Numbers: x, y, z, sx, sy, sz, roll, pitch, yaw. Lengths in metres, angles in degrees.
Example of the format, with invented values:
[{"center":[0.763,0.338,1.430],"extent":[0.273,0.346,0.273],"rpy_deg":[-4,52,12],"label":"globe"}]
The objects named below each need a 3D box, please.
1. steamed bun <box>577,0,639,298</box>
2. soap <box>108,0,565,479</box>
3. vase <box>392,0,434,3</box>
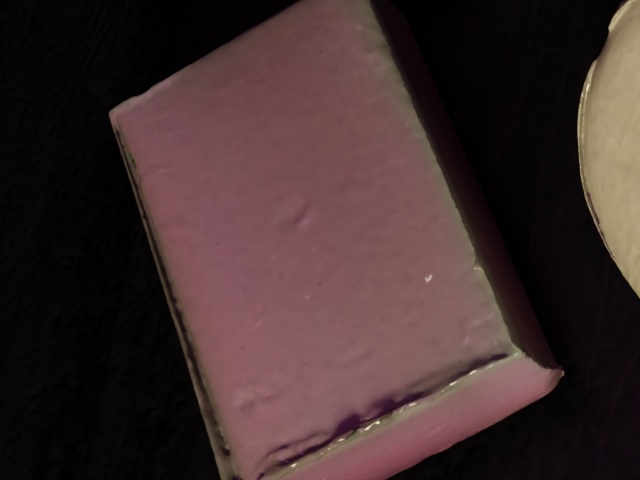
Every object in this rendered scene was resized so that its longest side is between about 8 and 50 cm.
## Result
[{"center":[0.225,-0.031,0.776],"extent":[0.228,0.130,0.177],"rpy_deg":[58,141,42],"label":"steamed bun"},{"center":[0.001,0.001,0.924],"extent":[0.181,0.081,0.259],"rpy_deg":[-30,60,15],"label":"soap"},{"center":[0.051,-0.247,0.997],"extent":[0.060,0.060,0.211],"rpy_deg":[-13,68,24],"label":"vase"}]
